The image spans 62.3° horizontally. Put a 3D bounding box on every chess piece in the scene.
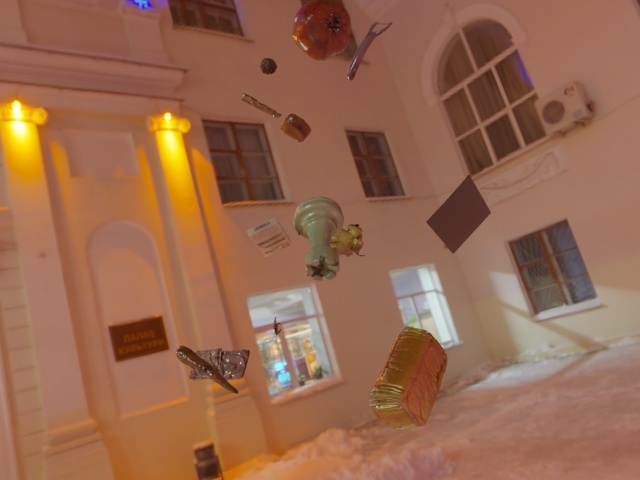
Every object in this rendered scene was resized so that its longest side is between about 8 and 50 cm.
[{"bbox_3d":[0.000,0.000,1.940,0.195,0.299,0.194,-2,-45,-2],"label":"chess piece"}]

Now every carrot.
[{"bbox_3d":[-0.351,0.401,1.635,0.049,0.255,0.049,-49,-23,-30],"label":"carrot"}]

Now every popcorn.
[{"bbox_3d":[0.106,0.011,2.436,0.195,0.173,0.168,-4,-40,6],"label":"popcorn"}]

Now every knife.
[{"bbox_3d":[0.179,-0.796,2.197,0.053,0.278,0.123,32,1,-34],"label":"knife"}]

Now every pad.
[{"bbox_3d":[0.390,-0.066,1.468,0.170,0.006,0.245,-48,-37,4],"label":"pad"}]

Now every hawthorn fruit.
[{"bbox_3d":[-0.005,-0.742,1.875,0.205,0.205,0.253,-12,14,-21],"label":"hawthorn fruit"}]

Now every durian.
[{"bbox_3d":[-0.242,-0.801,2.428,0.080,0.091,0.080,-33,-21,-15],"label":"durian"}]

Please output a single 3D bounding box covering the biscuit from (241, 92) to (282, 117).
[{"bbox_3d":[-0.267,-0.618,2.461,0.187,0.036,0.273,27,9,2],"label":"biscuit"}]

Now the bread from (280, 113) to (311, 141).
[{"bbox_3d":[-0.116,-0.510,2.437,0.129,0.044,0.126,32,-39,-16],"label":"bread"}]

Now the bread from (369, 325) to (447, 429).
[{"bbox_3d":[0.248,0.378,1.468,0.119,0.152,0.288,-17,29,44],"label":"bread"}]

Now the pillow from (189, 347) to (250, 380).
[{"bbox_3d":[-0.409,0.493,2.118,0.249,0.135,0.049,-5,-39,21],"label":"pillow"}]

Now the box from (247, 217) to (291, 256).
[{"bbox_3d":[-0.192,-0.010,2.041,0.122,0.032,0.220,-26,-25,0],"label":"box"}]

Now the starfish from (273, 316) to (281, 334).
[{"bbox_3d":[-0.179,0.355,2.173,0.028,0.078,0.091,-11,-36,0],"label":"starfish"}]
